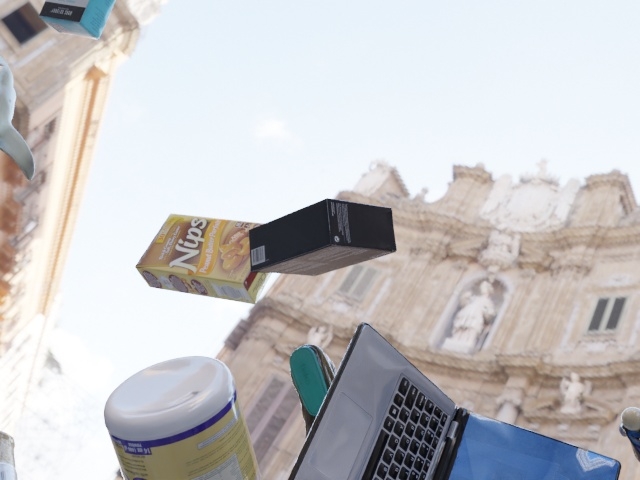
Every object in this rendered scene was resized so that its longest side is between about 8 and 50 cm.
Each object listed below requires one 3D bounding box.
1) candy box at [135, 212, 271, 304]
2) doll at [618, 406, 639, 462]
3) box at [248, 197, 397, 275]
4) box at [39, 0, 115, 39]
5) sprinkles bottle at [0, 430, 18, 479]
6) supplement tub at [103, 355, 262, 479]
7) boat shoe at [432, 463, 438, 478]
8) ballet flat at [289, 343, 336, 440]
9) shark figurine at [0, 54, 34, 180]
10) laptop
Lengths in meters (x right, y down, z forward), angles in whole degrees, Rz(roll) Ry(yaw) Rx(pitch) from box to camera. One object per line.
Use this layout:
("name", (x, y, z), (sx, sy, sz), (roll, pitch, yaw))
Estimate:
("candy box", (-0.263, 0.039, 1.842), (0.316, 0.183, 0.087), (7, -39, 27))
("doll", (0.542, 0.346, 1.258), (0.189, 0.046, 0.129), (60, -16, -19))
("box", (0.000, 0.000, 1.600), (0.184, 0.103, 0.261), (9, -19, -40))
("box", (-0.405, -0.488, 1.381), (0.100, 0.244, 0.060), (16, -10, 25))
("sprinkles bottle", (-0.673, 0.563, 1.572), (0.121, 0.121, 0.355), (85, -17, -44))
("supplement tub", (-0.241, 0.408, 1.417), (0.241, 0.241, 0.331), (1, -68, 37))
("boat shoe", (0.139, 0.376, 1.572), (0.302, 0.109, 0.098), (61, -21, 9))
("ballet flat", (0.020, 0.382, 1.605), (0.116, 0.342, 0.124), (-28, -28, 21))
("shark figurine", (-0.425, -0.108, 0.811), (0.116, 0.278, 0.166), (-23, -86, 28))
("laptop", (0.186, 0.380, 1.094), (0.236, 0.382, 0.408), (-11, -47, 48))
